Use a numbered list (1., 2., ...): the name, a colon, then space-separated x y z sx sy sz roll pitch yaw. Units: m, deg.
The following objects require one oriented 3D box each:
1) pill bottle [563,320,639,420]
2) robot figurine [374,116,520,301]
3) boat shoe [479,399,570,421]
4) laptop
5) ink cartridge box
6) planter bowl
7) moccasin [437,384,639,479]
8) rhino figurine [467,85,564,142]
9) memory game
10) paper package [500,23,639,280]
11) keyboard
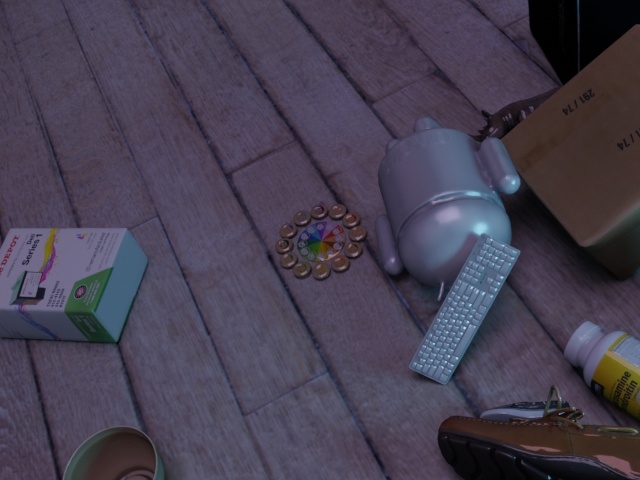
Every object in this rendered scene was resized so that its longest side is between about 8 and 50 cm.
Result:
1. pill bottle: 0.469 0.202 1.287 0.103 0.103 0.184 -43 53 -17
2. robot figurine: 0.218 -0.058 1.505 0.300 0.199 0.353 -41 43 29
3. boat shoe: 0.321 0.273 1.319 0.142 0.049 0.040 -3 34 13
4. laptop: 0.566 -0.464 1.594 0.236 0.382 0.408 -17 50 3
5. ink cartridge box: -0.513 0.085 1.675 0.278 0.117 0.201 0 53 18
6. planter bowl: -0.321 0.400 1.375 0.162 0.109 0.162 -9 51 11
7. moccasin: 0.358 0.303 1.219 0.380 0.139 0.147 -2 34 28
8. rhino figurine: 0.410 -0.238 1.668 0.243 0.073 0.106 -15 54 7
9. memory game: 0.000 0.000 1.650 0.186 0.012 0.186 -9 51 11
10. paper package: 0.523 -0.152 1.432 0.325 0.168 0.309 -43 47 17
11. keyboard: 0.234 0.114 1.378 0.072 0.014 0.256 27 101 0
